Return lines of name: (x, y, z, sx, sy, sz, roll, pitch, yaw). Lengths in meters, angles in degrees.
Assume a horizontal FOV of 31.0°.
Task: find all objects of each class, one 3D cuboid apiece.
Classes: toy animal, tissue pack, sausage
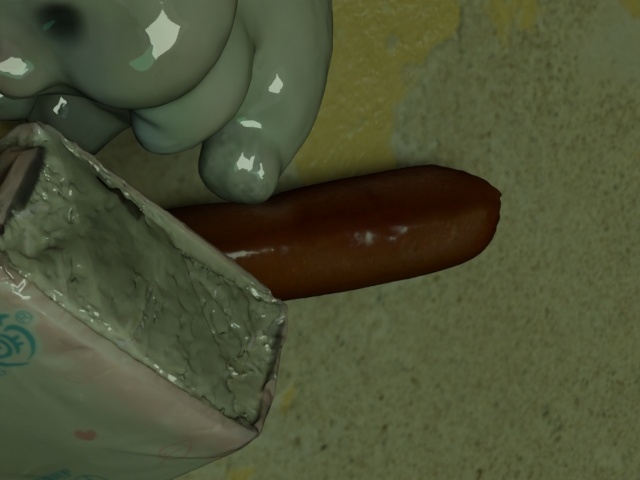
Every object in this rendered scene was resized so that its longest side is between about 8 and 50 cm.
toy animal: (-0.114, -0.177, 0.591, 0.367, 0.196, 0.241, 34, 68, -68)
tissue pack: (-0.182, 0.075, 0.654, 0.201, 0.271, 0.124, 38, 38, -33)
sausage: (0.000, 0.000, 0.830, 0.300, 0.089, 0.083, -11, 113, -25)
